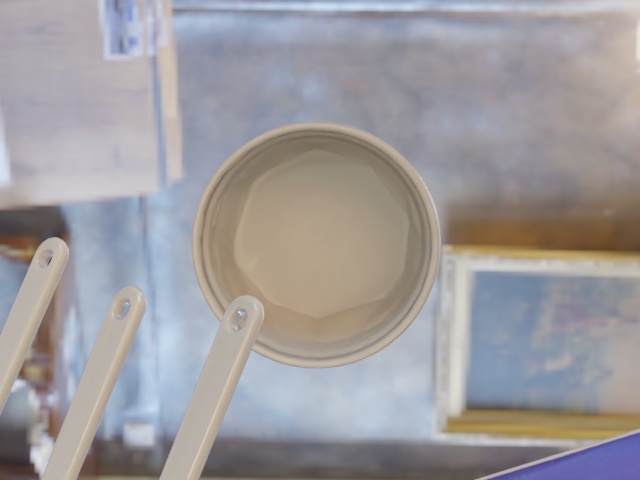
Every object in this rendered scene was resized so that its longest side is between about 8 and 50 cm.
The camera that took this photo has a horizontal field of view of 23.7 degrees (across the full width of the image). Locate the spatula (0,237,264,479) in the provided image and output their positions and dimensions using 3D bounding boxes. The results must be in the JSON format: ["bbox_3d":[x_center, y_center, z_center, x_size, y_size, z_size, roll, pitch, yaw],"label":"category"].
[{"bbox_3d":[-0.107,0.121,0.584,0.019,0.168,0.242,34,74,-45],"label":"spatula"}]

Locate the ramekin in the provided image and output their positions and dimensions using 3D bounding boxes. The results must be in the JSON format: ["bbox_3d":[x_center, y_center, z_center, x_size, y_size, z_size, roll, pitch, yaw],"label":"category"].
[{"bbox_3d":[0.000,0.000,1.306,0.109,0.207,0.207,-50,141,-82],"label":"ramekin"}]

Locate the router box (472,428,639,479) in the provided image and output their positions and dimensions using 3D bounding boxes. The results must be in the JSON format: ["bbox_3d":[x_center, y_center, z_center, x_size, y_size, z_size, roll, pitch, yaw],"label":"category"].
[{"bbox_3d":[0.169,0.145,0.501,0.301,0.335,0.082,78,-6,-56],"label":"router box"}]
